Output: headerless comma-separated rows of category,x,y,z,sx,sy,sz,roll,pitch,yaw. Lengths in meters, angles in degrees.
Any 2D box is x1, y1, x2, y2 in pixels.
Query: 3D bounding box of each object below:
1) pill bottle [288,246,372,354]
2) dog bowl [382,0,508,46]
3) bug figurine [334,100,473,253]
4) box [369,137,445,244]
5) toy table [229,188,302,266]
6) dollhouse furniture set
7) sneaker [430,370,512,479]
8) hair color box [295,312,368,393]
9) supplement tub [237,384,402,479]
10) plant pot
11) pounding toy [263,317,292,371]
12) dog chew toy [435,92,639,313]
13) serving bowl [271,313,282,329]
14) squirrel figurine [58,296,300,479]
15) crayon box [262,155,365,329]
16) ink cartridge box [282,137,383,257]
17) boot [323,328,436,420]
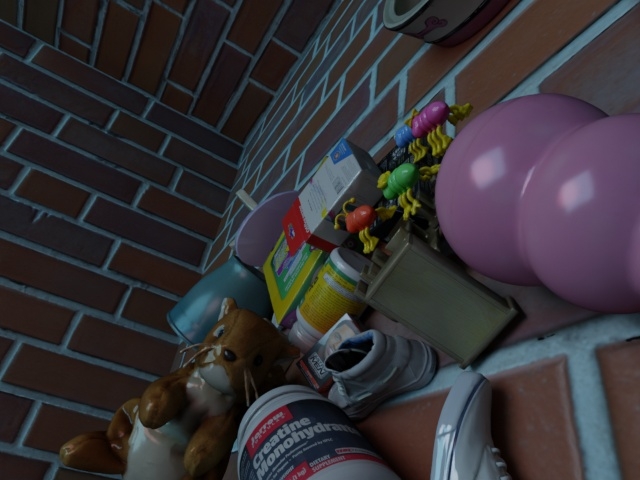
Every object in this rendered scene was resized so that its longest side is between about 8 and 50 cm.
pill bottle,0.024,0.128,0.920,0.209,0.117,0.118,-59,21,18
dog bowl,0.315,-0.615,1.012,0.408,0.150,0.408,-50,26,35
bug figurine,0.128,-0.121,0.739,0.279,0.072,0.216,-59,9,-19
box,0.166,-0.100,0.890,0.147,0.077,0.180,-44,29,43
toy table,-0.153,-0.047,1.415,0.274,0.252,0.161,-30,23,-16
dollhouse furniture set,0.172,0.047,0.691,0.212,0.161,0.242,-56,0,22
sneaker,0.166,0.266,0.485,0.091,0.094,0.258,-1,53,32
hair color box,0.028,0.206,0.847,0.141,0.043,0.072,-47,58,11
supplement tub,-0.010,0.338,0.652,0.191,0.191,0.272,-66,22,-2
plant pot,-0.262,0.195,1.375,0.255,0.271,0.271,-52,21,-1
pounding toy,-0.189,0.312,1.178,0.270,0.154,0.155,-60,21,12
dog chew toy,0.260,-0.027,0.432,0.207,0.206,0.332,-63,29,6
serving bowl,-0.103,0.208,1.268,0.083,0.027,0.083,-51,24,33
squirrel figurine,-0.208,0.301,0.921,0.371,0.280,0.397,-58,-13,-1
crayon box,0.000,0.000,1.142,0.363,0.106,0.313,-59,23,12
ink cartridge box,0.021,-0.072,0.938,0.231,0.078,0.134,-51,34,24
boot,0.055,0.210,0.743,0.258,0.123,0.095,-46,27,41
